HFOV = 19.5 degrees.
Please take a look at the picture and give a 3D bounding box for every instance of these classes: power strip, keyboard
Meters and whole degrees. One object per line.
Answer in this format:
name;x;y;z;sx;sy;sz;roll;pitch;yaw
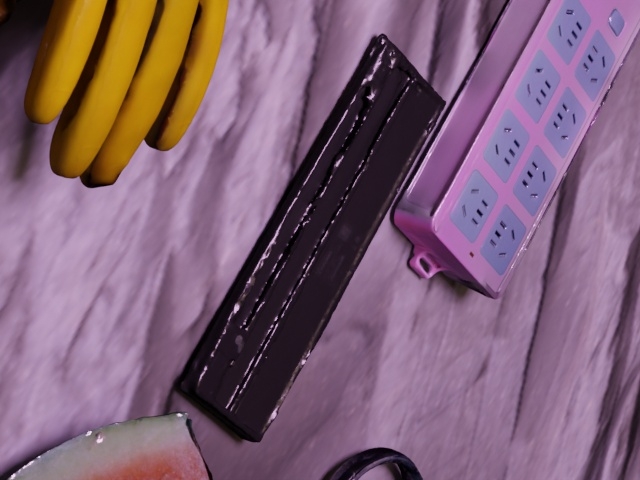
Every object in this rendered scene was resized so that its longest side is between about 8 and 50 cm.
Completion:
power strip;0.141;-0.093;1.237;0.109;0.037;0.279;44;70;-48
keyboard;0.000;0.000;1.125;0.087;0.017;0.250;44;70;-47

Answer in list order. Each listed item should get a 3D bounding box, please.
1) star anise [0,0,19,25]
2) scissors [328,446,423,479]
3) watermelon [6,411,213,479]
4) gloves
star anise;-0.200;-0.106;0.793;0.272;0.103;0.272;14;90;-77
scissors;0.088;0.200;1.303;0.300;0.022;0.109;11;99;-51
watermelon;-0.096;0.202;0.995;0.207;0.202;0.136;-57;178;-14
gloves;-0.087;-0.165;0.869;0.133;0.116;0.294;-6;111;-55
